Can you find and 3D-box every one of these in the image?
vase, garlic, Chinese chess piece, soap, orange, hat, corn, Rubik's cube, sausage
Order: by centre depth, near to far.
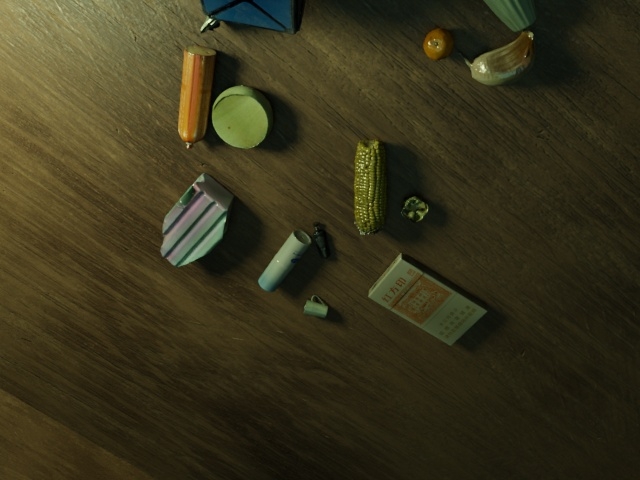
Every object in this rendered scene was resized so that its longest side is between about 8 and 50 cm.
[{"bbox_3d":[-0.150,-0.687,1.294,0.261,0.259,0.254,12,79,-3],"label":"Rubik's cube"},{"bbox_3d":[0.456,-0.637,1.350,0.128,0.128,0.248,-31,120,25],"label":"vase"},{"bbox_3d":[0.318,-0.529,1.459,0.084,0.083,0.083,5,121,8],"label":"orange"},{"bbox_3d":[0.481,-0.482,1.465,0.198,0.090,0.128,-12,102,23],"label":"garlic"},{"bbox_3d":[-0.380,-0.423,1.643,0.093,0.093,0.311,16,123,1],"label":"sausage"},{"bbox_3d":[-0.237,-0.376,1.652,0.189,0.083,0.188,4,124,6],"label":"Chinese chess piece"},{"bbox_3d":[0.157,-0.160,1.690,0.115,0.115,0.317,2,120,9],"label":"corn"},{"bbox_3d":[0.297,-0.103,1.727,0.077,0.059,0.076,31,105,-15],"label":"hat"},{"bbox_3d":[-0.428,-0.052,1.859,0.193,0.109,0.324,40,118,-13],"label":"soap"}]

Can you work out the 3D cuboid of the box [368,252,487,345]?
[{"bbox_3d":[0.374,0.211,1.900,0.365,0.051,0.204,31,121,-9],"label":"box"}]

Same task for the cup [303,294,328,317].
[{"bbox_3d":[-0.015,0.245,2.001,0.084,0.074,0.054,14,158,-2],"label":"cup"}]

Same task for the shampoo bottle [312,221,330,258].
[{"bbox_3d":[0.000,0.000,1.859,0.048,0.027,0.137,-16,117,4],"label":"shampoo bottle"}]

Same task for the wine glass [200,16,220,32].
[{"bbox_3d":[-0.362,-0.718,1.438,0.144,0.143,0.321,-31,111,25],"label":"wine glass"}]

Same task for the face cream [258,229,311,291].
[{"bbox_3d":[-0.127,0.074,1.896,0.077,0.077,0.250,32,121,-9],"label":"face cream"}]
